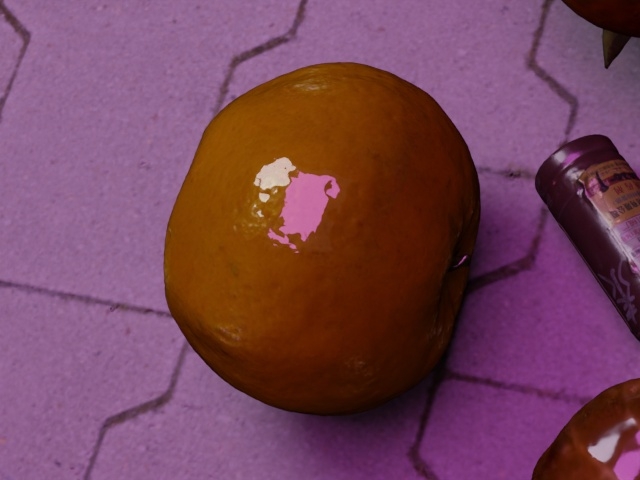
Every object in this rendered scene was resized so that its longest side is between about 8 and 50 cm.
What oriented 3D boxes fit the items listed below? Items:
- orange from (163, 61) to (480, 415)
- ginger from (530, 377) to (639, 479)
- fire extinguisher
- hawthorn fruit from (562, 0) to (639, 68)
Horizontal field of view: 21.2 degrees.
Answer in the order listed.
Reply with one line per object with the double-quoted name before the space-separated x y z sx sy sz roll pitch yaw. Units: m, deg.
"orange" 0.000 0.000 1.338 0.235 0.279 0.279 11 71 14
"ginger" 0.278 0.215 1.182 0.357 0.152 0.274 -27 70 24
"fire extinguisher" 0.255 0.041 1.347 0.075 0.106 0.252 -12 56 -28
"hawthorn fruit" 0.298 -0.315 1.327 0.403 0.403 0.403 -9 64 18
